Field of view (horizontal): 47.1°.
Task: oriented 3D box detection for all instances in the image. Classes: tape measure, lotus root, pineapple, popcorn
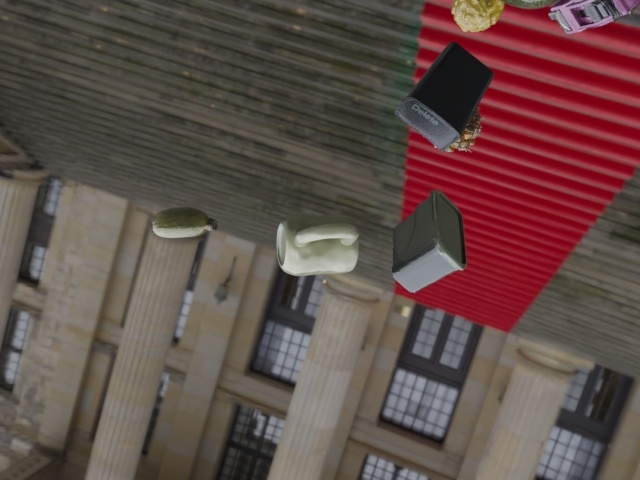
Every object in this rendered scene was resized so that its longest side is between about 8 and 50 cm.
[{"bbox_3d":[0.418,-0.366,1.083,0.074,0.118,0.125,48,170,-22],"label":"tape measure"},{"bbox_3d":[-0.380,-0.051,2.061,0.182,0.091,0.077,0,148,6],"label":"lotus root"},{"bbox_3d":[0.364,-0.350,2.044,0.224,0.225,0.076,15,161,-10],"label":"pineapple"},{"bbox_3d":[0.450,-0.681,2.094,0.170,0.180,0.180,4,-165,-41],"label":"popcorn"}]

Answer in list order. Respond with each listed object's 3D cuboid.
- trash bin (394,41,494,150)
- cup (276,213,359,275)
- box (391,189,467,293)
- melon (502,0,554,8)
[{"bbox_3d":[0.328,-0.378,1.894,0.165,0.226,0.115,36,159,-4],"label":"trash bin"},{"bbox_3d":[-0.001,0.019,2.027,0.202,0.174,0.255,-1,-168,-16],"label":"cup"},{"bbox_3d":[0.292,0.002,2.025,0.138,0.178,0.274,42,-149,-23],"label":"box"},{"bbox_3d":[0.374,-0.586,1.368,0.302,0.237,0.237,57,-165,4],"label":"melon"}]
